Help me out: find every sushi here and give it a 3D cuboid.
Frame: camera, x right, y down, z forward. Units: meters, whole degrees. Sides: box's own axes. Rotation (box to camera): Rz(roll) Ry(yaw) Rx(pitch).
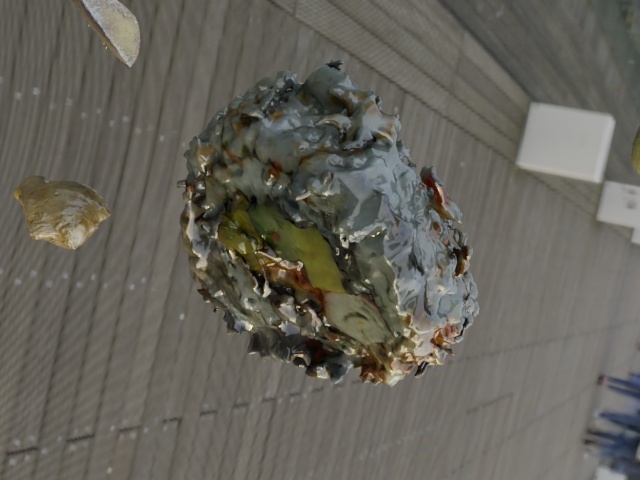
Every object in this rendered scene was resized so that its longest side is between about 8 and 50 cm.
[{"bbox_3d":[0.001,-0.003,1.035,0.176,0.417,0.417,-40,139,-33],"label":"sushi"}]

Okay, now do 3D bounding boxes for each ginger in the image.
[{"bbox_3d":[-0.302,-0.043,1.043,0.096,0.165,0.067,-10,119,-23],"label":"ginger"}]

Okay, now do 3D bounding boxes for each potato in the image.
[{"bbox_3d":[-0.195,-0.207,0.821,0.036,0.037,0.093,-44,143,-9],"label":"potato"}]

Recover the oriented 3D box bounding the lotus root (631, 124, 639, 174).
[{"bbox_3d":[0.523,-0.167,1.322,0.077,0.090,0.183,-107,-157,-43],"label":"lotus root"}]
